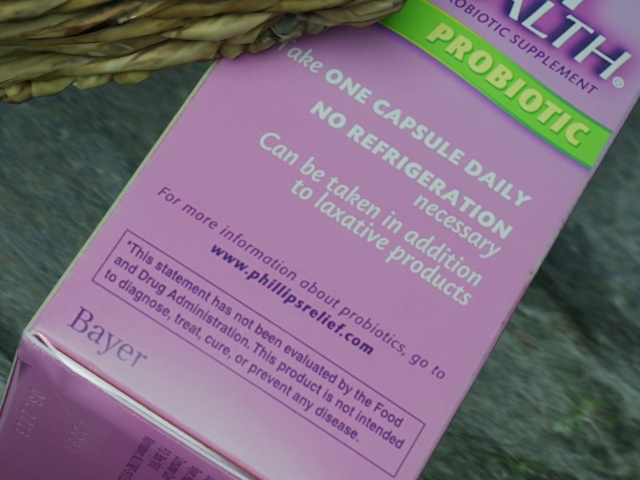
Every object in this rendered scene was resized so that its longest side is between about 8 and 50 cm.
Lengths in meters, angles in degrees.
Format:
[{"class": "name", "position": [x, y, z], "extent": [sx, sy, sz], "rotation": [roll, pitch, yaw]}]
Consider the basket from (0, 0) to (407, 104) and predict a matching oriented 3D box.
[{"class": "basket", "position": [-0.126, -0.164, 0.519], "extent": [0.299, 0.223, 0.213], "rotation": [-7, 166, 14]}]

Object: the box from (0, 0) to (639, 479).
[{"class": "box", "position": [0.000, 0.000, 0.667], "extent": [0.117, 0.243, 0.213], "rotation": [33, 155, -1]}]
